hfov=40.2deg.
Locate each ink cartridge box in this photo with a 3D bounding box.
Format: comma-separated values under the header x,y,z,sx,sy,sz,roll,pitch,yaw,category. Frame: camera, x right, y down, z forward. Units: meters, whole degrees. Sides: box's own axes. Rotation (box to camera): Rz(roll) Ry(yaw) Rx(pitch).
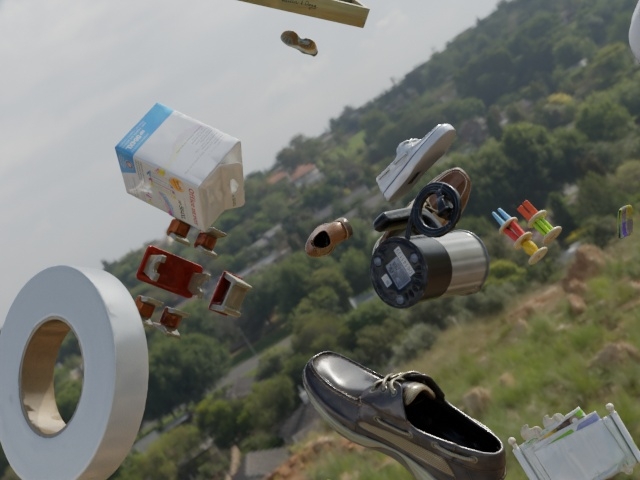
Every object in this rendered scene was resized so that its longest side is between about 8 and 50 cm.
x,y,z,sx,sy,sz,roll,pitch,yaw,category
-0.164,-0.087,1.082,0.090,0.143,0.092,-53,-21,-30,ink cartridge box

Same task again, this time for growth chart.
x,y,z,sx,sy,sz,roll,pitch,yaw,category
0.515,0.425,1.765,0.237,0.171,0.021,-26,-14,15,growth chart

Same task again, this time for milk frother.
x,y,z,sx,sy,sz,roll,pitch,yaw,category
0.147,0.003,1.034,0.143,0.129,0.135,-24,-11,41,milk frother

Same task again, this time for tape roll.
x,y,z,sx,sy,sz,roll,pitch,yaw,category
-0.441,0.236,1.514,0.392,0.391,0.072,-28,-25,37,tape roll

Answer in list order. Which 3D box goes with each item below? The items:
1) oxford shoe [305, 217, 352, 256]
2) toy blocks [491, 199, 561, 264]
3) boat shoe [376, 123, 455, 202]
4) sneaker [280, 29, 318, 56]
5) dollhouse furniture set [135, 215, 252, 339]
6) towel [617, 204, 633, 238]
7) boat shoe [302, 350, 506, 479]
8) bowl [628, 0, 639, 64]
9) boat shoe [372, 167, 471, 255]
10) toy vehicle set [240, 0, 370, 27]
x,y,z,sx,sy,sz,roll,pitch,yaw,category
0.000,0.000,2.201,0.076,0.076,0.212,-27,-6,-28,oxford shoe
0.452,-0.037,1.948,0.054,0.148,0.123,-20,-32,-34,toy blocks
0.216,-0.199,2.083,0.095,0.084,0.258,-11,-30,-49,boat shoe
-0.040,-0.367,1.646,0.032,0.083,0.037,-54,-29,-8,sneaker
-0.304,0.093,2.033,0.135,0.259,0.262,15,80,56,dollhouse furniture set
0.576,-0.035,1.653,0.009,0.060,0.083,2,8,33,towel
0.132,0.255,1.318,0.132,0.355,0.130,-28,-39,-50,boat shoe
0.397,-0.265,0.935,0.142,0.053,0.142,-23,-29,-17,bowl
0.257,-0.048,2.181,0.324,0.123,0.116,-51,-8,3,boat shoe
-0.067,-0.425,1.482,0.267,0.035,0.166,5,28,-28,toy vehicle set
